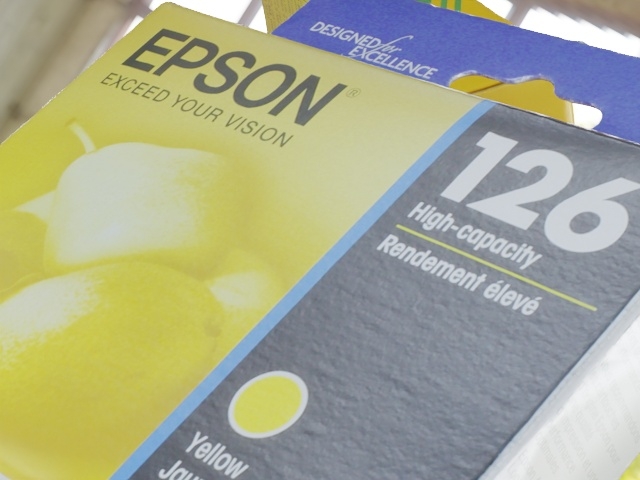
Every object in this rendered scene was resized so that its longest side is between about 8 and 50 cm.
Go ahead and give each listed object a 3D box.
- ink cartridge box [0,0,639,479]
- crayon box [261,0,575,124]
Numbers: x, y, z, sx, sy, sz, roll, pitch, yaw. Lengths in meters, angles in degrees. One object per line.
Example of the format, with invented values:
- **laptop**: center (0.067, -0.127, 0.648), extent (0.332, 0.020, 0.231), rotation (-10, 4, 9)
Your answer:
- **ink cartridge box**: center (0.000, 0.000, 0.676), extent (0.303, 0.307, 0.072), rotation (21, -30, 42)
- **crayon box**: center (0.067, -0.039, 1.047), extent (0.318, 0.081, 0.202), rotation (-131, -153, -55)
